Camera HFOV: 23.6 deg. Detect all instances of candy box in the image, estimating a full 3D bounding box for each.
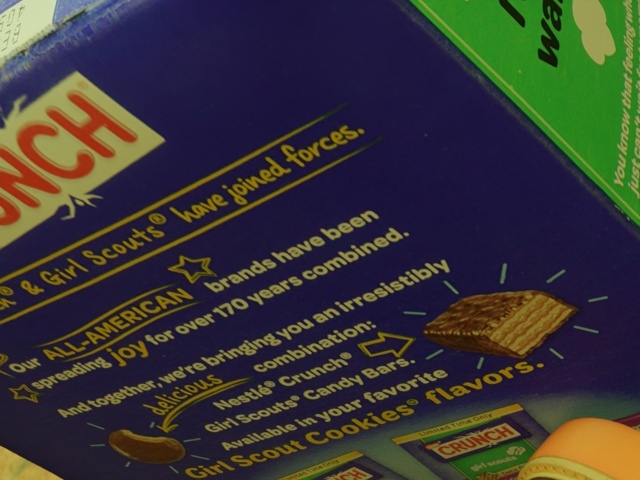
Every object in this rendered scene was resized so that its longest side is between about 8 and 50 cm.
[{"bbox_3d":[0.000,0.000,0.531,0.268,0.317,0.122,-23,46,34],"label":"candy box"}]

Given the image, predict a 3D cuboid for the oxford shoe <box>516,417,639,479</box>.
[{"bbox_3d":[0.140,0.150,0.409,0.098,0.097,0.271,-38,41,-25],"label":"oxford shoe"}]
